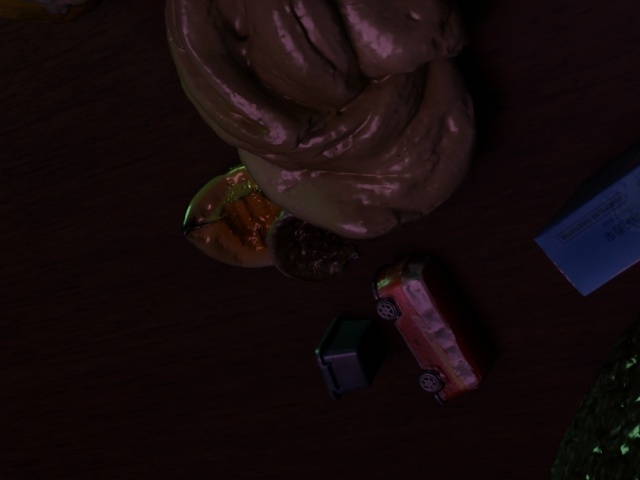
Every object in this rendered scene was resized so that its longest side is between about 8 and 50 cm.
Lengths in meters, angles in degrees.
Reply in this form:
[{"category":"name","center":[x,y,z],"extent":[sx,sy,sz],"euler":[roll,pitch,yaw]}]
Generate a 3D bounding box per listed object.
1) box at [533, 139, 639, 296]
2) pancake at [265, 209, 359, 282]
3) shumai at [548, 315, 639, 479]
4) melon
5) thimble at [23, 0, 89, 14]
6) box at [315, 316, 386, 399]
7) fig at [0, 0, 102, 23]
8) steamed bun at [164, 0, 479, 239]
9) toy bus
[{"category":"box","center":[0.327,-0.057,1.350],"extent":[0.083,0.142,0.232],"euler":[47,134,-1]},{"category":"pancake","center":[-0.006,-0.002,1.674],"extent":[0.116,0.023,0.129],"euler":[4,131,-12]},{"category":"shumai","center":[0.451,0.216,1.361],"extent":[0.348,0.395,0.395],"euler":[29,135,-11]},{"category":"melon","center":[-0.078,-0.030,1.707],"extent":[0.160,0.079,0.128],"euler":[-20,130,11]},{"category":"thimble","center":[-0.254,-0.375,1.433],"extent":[0.288,0.254,0.167],"euler":[-63,37,42]},{"category":"box","center":[0.039,0.139,1.727],"extent":[0.054,0.099,0.074],"euler":[-13,112,24]},{"category":"fig","center":[-0.357,-0.309,1.607],"extent":[0.159,0.257,0.159],"euler":[24,125,40]},{"category":"steamed bun","center":[-0.005,-0.186,1.452],"extent":[0.324,0.230,0.372],"euler":[12,123,26]},{"category":"toy bus","center":[0.132,0.097,1.645],"extent":[0.077,0.079,0.174],"euler":[-23,103,34]}]
